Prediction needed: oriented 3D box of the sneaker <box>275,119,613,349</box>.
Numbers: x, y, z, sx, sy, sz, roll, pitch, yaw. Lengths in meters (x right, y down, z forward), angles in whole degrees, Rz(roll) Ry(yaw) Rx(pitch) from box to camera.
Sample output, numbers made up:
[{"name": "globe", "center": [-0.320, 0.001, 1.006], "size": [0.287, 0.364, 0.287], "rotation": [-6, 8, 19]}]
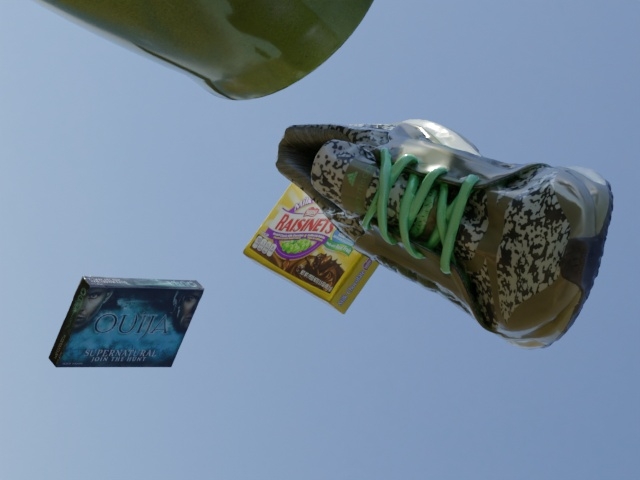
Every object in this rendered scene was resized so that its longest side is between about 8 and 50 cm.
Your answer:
[{"name": "sneaker", "center": [0.081, -0.021, 1.445], "size": [0.410, 0.182, 0.158], "rotation": [23, -82, 63]}]

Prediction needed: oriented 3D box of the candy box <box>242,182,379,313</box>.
[{"name": "candy box", "center": [0.000, 0.000, 1.764], "size": [0.027, 0.105, 0.206], "rotation": [41, -7, -30]}]

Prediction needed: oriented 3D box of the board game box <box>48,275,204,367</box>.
[{"name": "board game box", "center": [-0.247, 0.106, 2.263], "size": [0.026, 0.186, 0.126], "rotation": [43, -62, 39]}]

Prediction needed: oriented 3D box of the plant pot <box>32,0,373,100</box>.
[{"name": "plant pot", "center": [-0.130, -0.314, 1.575], "size": [0.353, 0.366, 0.366], "rotation": [40, -1, -40]}]
